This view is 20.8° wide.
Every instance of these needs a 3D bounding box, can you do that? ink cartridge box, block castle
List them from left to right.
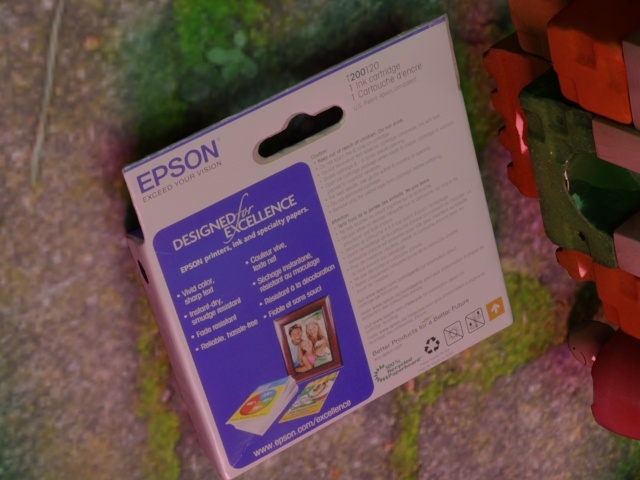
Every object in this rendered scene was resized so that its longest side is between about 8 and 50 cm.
[{"bbox_3d":[0.000,0.000,0.970,0.206,0.045,0.208,-27,122,-20],"label":"ink cartridge box"},{"bbox_3d":[0.256,-0.102,0.991,0.303,0.213,0.453,-38,131,-27],"label":"block castle"}]
